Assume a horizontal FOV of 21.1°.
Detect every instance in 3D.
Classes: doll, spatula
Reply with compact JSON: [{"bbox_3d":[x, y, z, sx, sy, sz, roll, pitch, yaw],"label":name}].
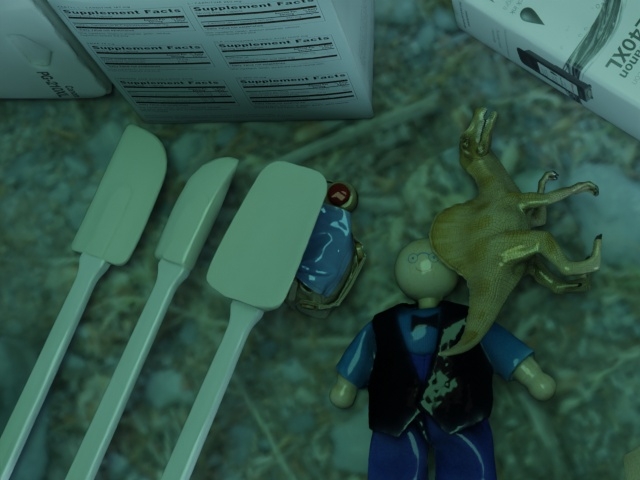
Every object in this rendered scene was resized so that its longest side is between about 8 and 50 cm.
[{"bbox_3d":[0.065,0.089,0.941,0.129,0.046,0.189,-9,67,17],"label":"doll"},{"bbox_3d":[-0.100,0.057,0.966,0.168,0.019,0.242,17,79,34],"label":"spatula"}]

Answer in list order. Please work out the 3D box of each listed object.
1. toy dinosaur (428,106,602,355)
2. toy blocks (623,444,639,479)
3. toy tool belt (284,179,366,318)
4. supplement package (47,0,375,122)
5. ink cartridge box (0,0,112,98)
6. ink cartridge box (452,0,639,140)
[{"bbox_3d":[0.105,0.008,0.943,0.093,0.053,0.183,5,49,3],"label":"toy dinosaur"},{"bbox_3d":[0.267,0.220,0.754,0.260,0.309,0.288,16,54,-27],"label":"toy blocks"},{"bbox_3d":[0.000,0.000,0.973,0.052,0.051,0.083,16,78,13],"label":"toy tool belt"},{"bbox_3d":[-0.052,-0.189,0.954,0.149,0.203,0.194,-1,74,9],"label":"supplement package"},{"bbox_3d":[-0.185,-0.219,1.001,0.100,0.172,0.237,-2,75,9],"label":"ink cartridge box"},{"bbox_3d":[0.167,-0.135,0.975,0.150,0.063,0.109,34,83,17],"label":"ink cartridge box"}]
